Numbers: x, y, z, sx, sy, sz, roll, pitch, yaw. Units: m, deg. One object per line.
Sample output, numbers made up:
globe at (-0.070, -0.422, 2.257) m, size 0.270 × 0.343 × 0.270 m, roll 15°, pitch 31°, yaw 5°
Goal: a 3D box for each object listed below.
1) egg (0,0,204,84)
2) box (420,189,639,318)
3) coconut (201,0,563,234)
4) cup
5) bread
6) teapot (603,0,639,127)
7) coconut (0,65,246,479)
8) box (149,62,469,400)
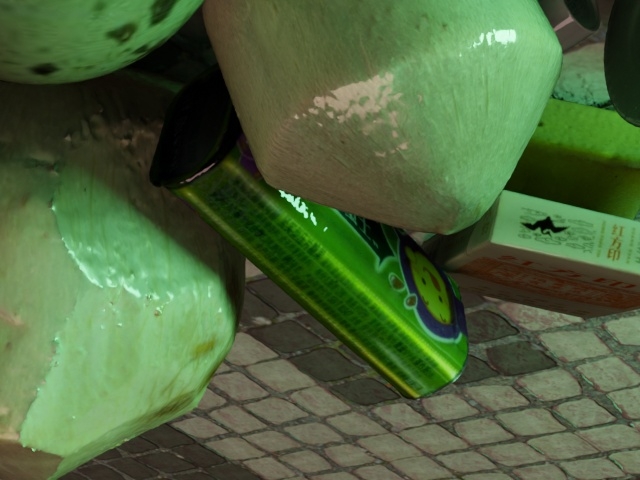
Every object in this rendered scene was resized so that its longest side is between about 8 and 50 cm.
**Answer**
egg at (-0.175, -0.268, 0.697) m, size 0.287 × 0.288 × 0.379 m, roll 13°, pitch 139°, yaw -4°
box at (0.220, 0.023, 1.111) m, size 0.204 × 0.051 × 0.365 m, roll 13°, pitch 172°, yaw -3°
coconut at (0.046, -0.127, 0.846) m, size 0.237 × 0.266 × 0.237 m, roll -25°, pitch 163°, yaw -8°
cup at (0.152, -0.181, 0.944) m, size 0.116 × 0.074 × 0.104 m, roll -28°, pitch 103°, yaw 40°
bread at (0.119, -0.086, 1.081) m, size 0.361 × 0.077 × 0.138 m, roll 12°, pitch 149°, yaw -1°
teapot at (0.320, -0.147, 0.859) m, size 0.149 × 0.162 × 0.239 m, roll 12°, pitch 176°, yaw -19°
coconut at (-0.241, 0.039, 1.072) m, size 0.344 × 0.415 × 0.415 m, roll 25°, pitch 166°, yaw 48°
box at (0.000, 0.000, 1.022) m, size 0.097 × 0.134 × 0.345 m, roll -28°, pitch 130°, yaw 24°
